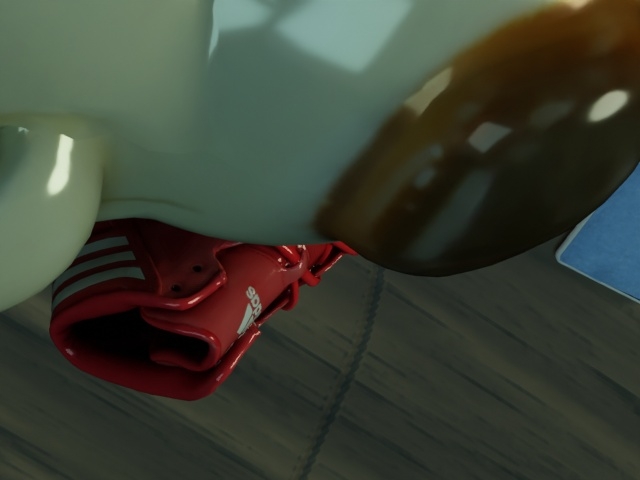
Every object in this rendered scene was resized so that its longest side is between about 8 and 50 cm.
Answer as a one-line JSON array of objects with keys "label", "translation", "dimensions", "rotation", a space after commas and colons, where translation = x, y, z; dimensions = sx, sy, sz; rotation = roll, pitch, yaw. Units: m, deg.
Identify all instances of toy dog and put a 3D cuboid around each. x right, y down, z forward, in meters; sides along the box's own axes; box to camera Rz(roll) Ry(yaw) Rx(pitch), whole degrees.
[{"label": "toy dog", "translation": [-0.090, -0.130, 0.520], "dimensions": [0.408, 0.285, 0.395], "rotation": [17, 134, -30]}]

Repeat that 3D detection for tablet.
[{"label": "tablet", "translation": [0.139, -0.012, 0.751], "dimensions": [0.054, 0.006, 0.083], "rotation": [26, 119, -16]}]

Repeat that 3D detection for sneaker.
[{"label": "sneaker", "translation": [0.000, 0.000, 0.685], "dimensions": [0.221, 0.128, 0.087], "rotation": [-22, 122, 16]}]
